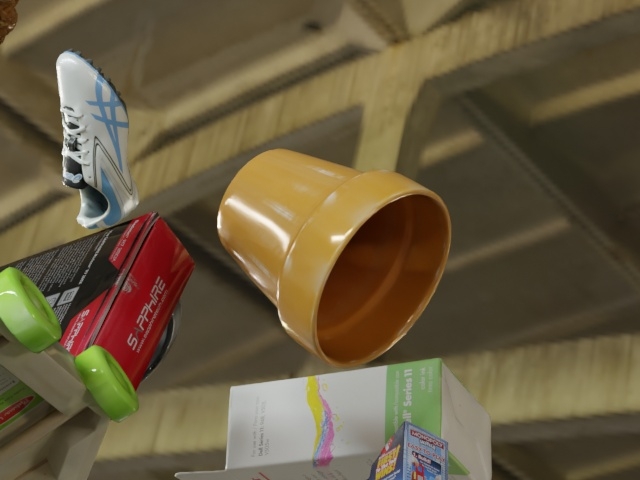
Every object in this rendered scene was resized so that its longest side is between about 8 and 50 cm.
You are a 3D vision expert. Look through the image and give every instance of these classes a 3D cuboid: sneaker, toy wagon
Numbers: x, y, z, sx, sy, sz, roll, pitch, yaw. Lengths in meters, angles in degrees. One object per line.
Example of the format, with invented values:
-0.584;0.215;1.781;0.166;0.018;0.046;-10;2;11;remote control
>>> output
-0.277;-0.116;1.734;0.085;0.086;0.237;21;-45;37;sneaker
-0.257;0.154;0.986;0.267;0.068;0.344;-34;-34;0;toy wagon

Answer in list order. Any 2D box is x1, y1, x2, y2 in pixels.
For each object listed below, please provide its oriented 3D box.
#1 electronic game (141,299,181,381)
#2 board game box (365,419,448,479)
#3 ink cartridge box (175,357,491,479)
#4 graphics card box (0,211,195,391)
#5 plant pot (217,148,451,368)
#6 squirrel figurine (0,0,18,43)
-0.287;0.125;1.904;0.048;0.229;0.229;44;-3;42;electronic game
0.067;0.295;1.490;0.060;0.194;0.194;29;-40;-17;board game box
0.018;0.257;1.816;0.353;0.119;0.207;-10;-31;21;ink cartridge box
-0.329;0.117;1.571;0.371;0.233;0.094;-17;-56;31;graphics card box
0.000;0.000;1.510;0.188;0.205;0.205;32;-15;34;plant pot
-0.455;-0.229;1.242;0.397;0.281;0.370;-17;-17;2;squirrel figurine
